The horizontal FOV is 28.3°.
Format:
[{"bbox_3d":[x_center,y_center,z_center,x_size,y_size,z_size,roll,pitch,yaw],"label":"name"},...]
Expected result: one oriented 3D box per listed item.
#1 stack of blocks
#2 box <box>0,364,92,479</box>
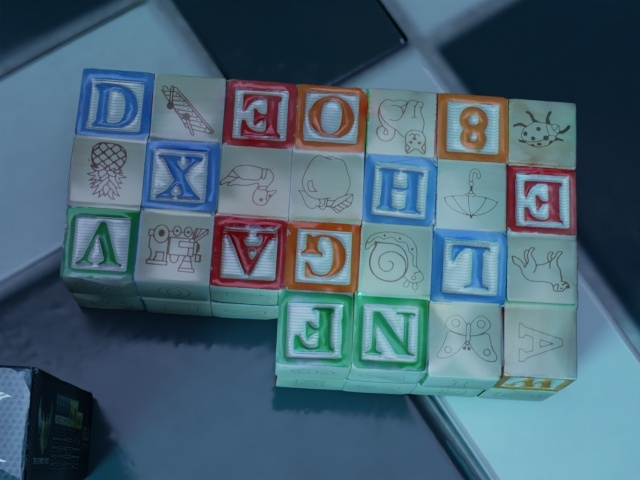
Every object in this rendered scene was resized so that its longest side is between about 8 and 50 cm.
[{"bbox_3d":[0.000,0.000,0.770,0.297,0.087,0.171,4,75,-3],"label":"stack of blocks"},{"bbox_3d":[-0.221,0.095,0.655,0.183,0.232,0.059,4,80,-2],"label":"box"}]
